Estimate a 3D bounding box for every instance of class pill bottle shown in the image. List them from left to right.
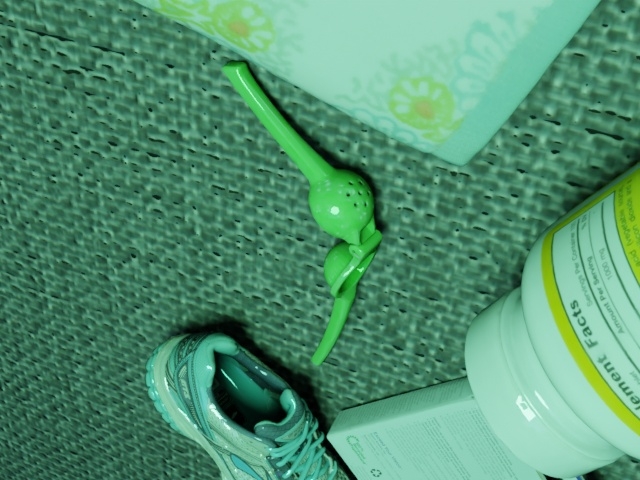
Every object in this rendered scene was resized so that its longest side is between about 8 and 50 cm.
[{"bbox_3d":[0.255,0.028,0.574,0.188,0.188,0.334,42,131,-8],"label":"pill bottle"}]

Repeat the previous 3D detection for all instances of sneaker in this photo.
[{"bbox_3d":[-0.049,0.202,0.878,0.283,0.110,0.122,46,143,-13],"label":"sneaker"}]

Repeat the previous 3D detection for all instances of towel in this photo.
[{"bbox_3d":[0.045,-0.247,0.515,0.320,0.090,0.374,28,128,-7],"label":"towel"}]

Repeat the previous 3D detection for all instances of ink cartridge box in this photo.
[{"bbox_3d":[0.153,0.232,0.863,0.224,0.045,0.223,-20,113,34],"label":"ink cartridge box"}]

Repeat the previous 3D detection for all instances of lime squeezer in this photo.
[{"bbox_3d":[0.000,0.000,0.759,0.109,0.059,0.310,0,125,24],"label":"lime squeezer"}]
